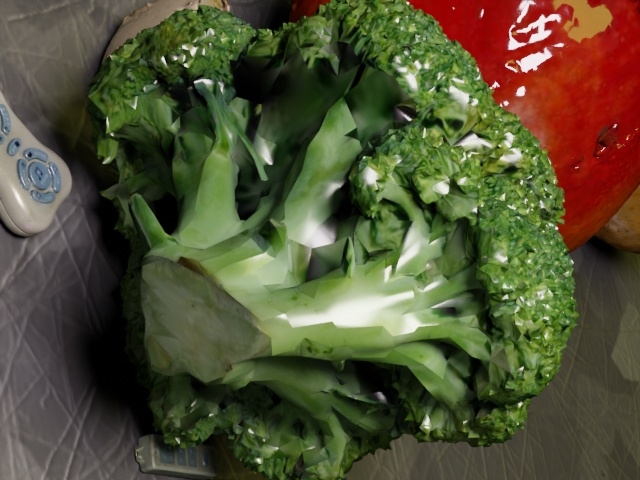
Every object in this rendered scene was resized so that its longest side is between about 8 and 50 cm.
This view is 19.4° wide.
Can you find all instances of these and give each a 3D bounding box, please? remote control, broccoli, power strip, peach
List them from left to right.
[{"bbox_3d":[-0.229,-0.063,1.339,0.122,0.032,0.074,50,40,-25],"label":"remote control"},{"bbox_3d":[-0.106,0.163,1.406,0.083,0.017,0.027,16,63,-48],"label":"power strip"},{"bbox_3d":[-0.003,0.007,1.316,0.310,0.413,0.321,-46,159,-18],"label":"broccoli"},{"bbox_3d":[0.138,-0.138,1.577,0.370,0.370,0.370,28,52,-43],"label":"peach"}]

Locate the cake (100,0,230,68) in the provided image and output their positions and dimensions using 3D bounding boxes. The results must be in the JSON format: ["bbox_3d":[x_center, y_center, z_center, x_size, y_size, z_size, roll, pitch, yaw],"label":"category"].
[{"bbox_3d":[-0.102,-0.091,1.520,0.109,0.090,0.225,-69,146,-47],"label":"cake"}]

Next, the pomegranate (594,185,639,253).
[{"bbox_3d":[0.363,-0.098,1.982,0.248,0.248,0.248,28,52,-43],"label":"pomegranate"}]
